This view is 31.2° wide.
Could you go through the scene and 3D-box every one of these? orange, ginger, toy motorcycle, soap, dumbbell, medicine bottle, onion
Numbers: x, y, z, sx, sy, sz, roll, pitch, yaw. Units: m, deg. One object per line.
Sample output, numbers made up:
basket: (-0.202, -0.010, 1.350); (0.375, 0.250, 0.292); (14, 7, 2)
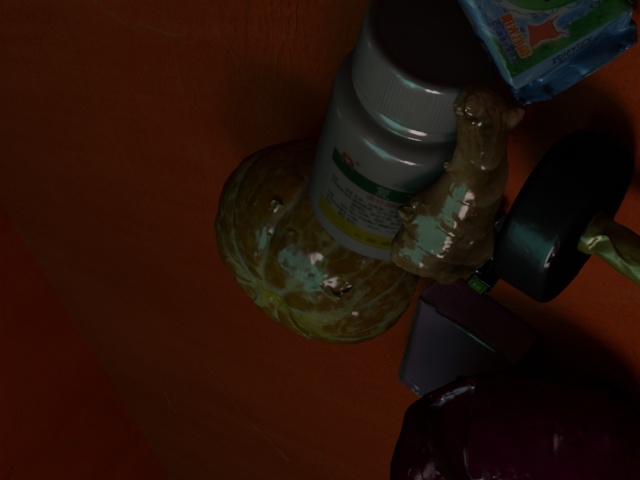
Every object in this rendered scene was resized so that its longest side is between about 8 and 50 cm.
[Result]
orange: (0.000, 0.000, 1.681); (0.329, 0.249, 0.329); (43, 159, 20)
ginger: (0.150, -0.061, 1.275); (0.131, 0.086, 0.295); (-1, 138, -4)
toy motorcycle: (0.232, 0.010, 1.588); (0.100, 0.058, 0.173); (37, 152, 2)
soap: (0.223, 0.181, 1.787); (0.181, 0.081, 0.259); (34, 148, 19)
soap: (0.200, -0.289, 1.159); (0.293, 0.156, 0.077); (56, -172, -19)
dumbbell: (0.373, 0.035, 1.280); (0.322, 0.204, 0.204); (34, 149, 22)
medicine bottle: (0.110, -0.143, 1.396); (0.208, 0.208, 0.340); (39, 150, 13)
onion: (0.297, 0.399, 1.595); (0.398, 0.420, 0.398); (-4, 141, -3)
